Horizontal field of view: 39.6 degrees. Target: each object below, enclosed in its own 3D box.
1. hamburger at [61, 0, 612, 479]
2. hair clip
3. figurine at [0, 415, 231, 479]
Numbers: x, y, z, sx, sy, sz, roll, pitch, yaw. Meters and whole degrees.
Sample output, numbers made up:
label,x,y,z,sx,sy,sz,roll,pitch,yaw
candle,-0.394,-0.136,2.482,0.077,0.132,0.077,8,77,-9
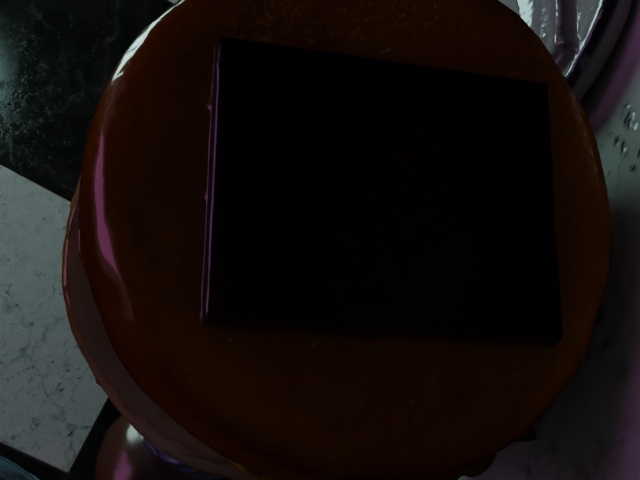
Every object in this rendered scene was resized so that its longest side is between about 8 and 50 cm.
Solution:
label,x,y,z,sx,sy,sz,roll,pitch,yaw
hamburger,0.000,0.000,0.487,0.225,0.291,0.291,130,152,-67
hair clip,0.139,-0.153,0.562,0.140,0.054,0.220,-48,32,49
figurine,-0.222,0.243,0.898,0.276,0.388,0.248,156,100,-84
